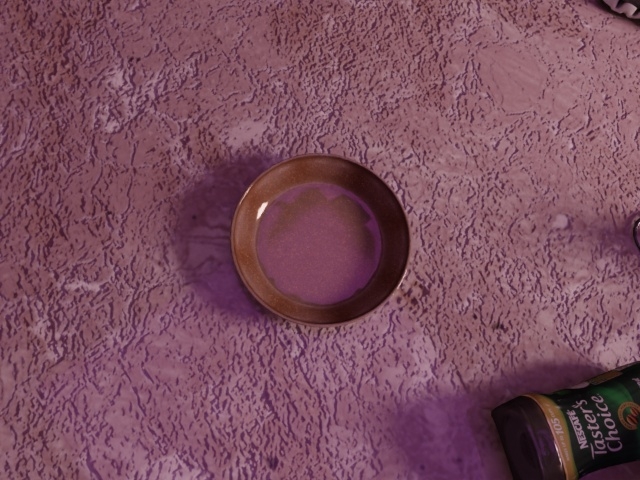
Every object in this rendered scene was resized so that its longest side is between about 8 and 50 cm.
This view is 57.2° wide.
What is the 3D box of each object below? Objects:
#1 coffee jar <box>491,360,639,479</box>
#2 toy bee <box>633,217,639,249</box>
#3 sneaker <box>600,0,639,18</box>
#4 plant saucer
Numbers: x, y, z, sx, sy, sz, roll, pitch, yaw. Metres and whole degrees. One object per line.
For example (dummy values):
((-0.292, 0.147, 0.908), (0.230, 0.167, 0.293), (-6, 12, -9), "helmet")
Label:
((0.275, 0.191, 0.603), (0.185, 0.079, 0.096), (-14, 76, -9), "coffee jar")
((0.537, 0.031, 0.636), (0.299, 0.162, 0.195), (-2, 76, -6), "toy bee")
((0.489, -0.313, 0.758), (0.234, 0.106, 0.078), (25, 74, 2), "sneaker")
((0.000, 0.000, 0.654), (0.199, 0.036, 0.198), (2, 74, -6), "plant saucer")
